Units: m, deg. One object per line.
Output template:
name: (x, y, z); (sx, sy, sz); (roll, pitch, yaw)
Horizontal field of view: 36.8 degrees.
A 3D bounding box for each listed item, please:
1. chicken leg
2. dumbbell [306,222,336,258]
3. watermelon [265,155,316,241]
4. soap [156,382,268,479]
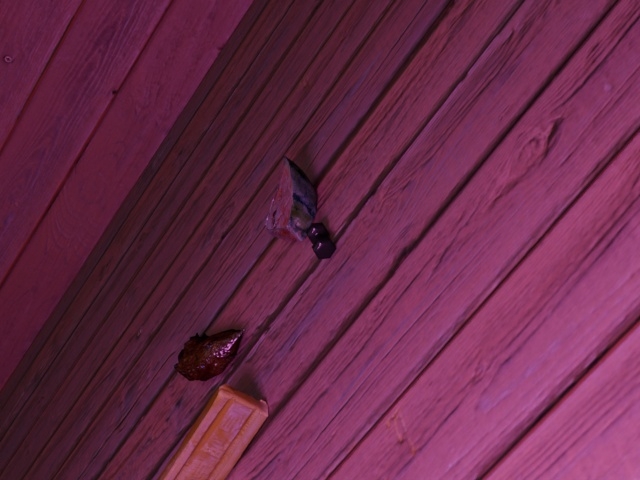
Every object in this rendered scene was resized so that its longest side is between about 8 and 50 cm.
chicken leg: (-0.220, 0.221, 1.857); (0.234, 0.063, 0.105); (-17, 54, 57)
dumbbell: (0.000, 0.000, 1.661); (0.040, 0.036, 0.083); (-58, 23, 17)
watermelon: (-0.055, -0.061, 1.817); (0.139, 0.071, 0.187); (-51, 32, 42)
soap: (-0.188, 0.354, 1.598); (0.252, 0.092, 0.037); (-56, 21, 16)
